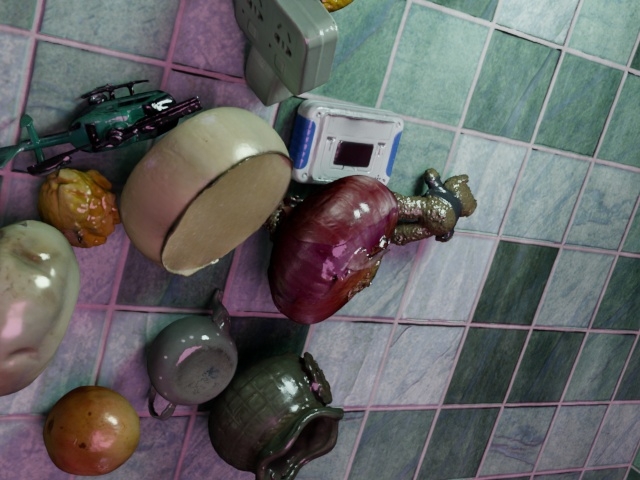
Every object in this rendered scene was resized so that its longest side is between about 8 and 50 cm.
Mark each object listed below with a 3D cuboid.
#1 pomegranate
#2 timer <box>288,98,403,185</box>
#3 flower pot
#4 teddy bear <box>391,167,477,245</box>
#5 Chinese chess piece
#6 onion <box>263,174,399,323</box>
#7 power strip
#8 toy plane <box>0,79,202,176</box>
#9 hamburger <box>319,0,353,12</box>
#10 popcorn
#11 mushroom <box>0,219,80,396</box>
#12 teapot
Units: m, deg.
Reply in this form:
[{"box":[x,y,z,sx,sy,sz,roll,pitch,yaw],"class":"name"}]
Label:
[{"box":[-0.453,0.383,1.721,0.191,0.191,0.191,-14,118,-27],"class":"pomegranate"},{"box":[0.058,-0.201,1.850,0.253,0.078,0.178,1,111,-33],"class":"timer"},{"box":[-0.088,0.393,1.906,0.302,0.213,0.302,-35,154,-20],"class":"flower pot"},{"box":[0.264,-0.066,2.011,0.251,0.129,0.182,-26,125,-20],"class":"teddy bear"},{"box":[-0.207,-0.090,1.602,0.338,0.140,0.338,-39,163,-14],"class":"Chinese chess piece"},{"box":[0.000,0.000,1.808,0.348,0.285,0.347,-55,170,-14],"class":"onion"},{"box":[-0.053,-0.379,1.615,0.141,0.229,0.261,-26,157,-22],"class":"power strip"},{"box":[-0.398,-0.195,1.519,0.381,0.155,0.106,-13,120,-8],"class":"toy plane"},{"box":[0.032,-0.558,1.634,0.156,0.144,0.283,-13,122,-35],"class":"hamburger"},{"box":[-0.436,-0.058,1.561,0.148,0.152,0.167,13,141,-6],"class":"popcorn"},{"box":[-0.562,0.124,1.475,0.356,0.315,0.315,-18,128,17],"class":"mushroom"},{"box":[-0.272,0.249,1.815,0.193,0.129,0.294,33,93,-38],"class":"teapot"}]
